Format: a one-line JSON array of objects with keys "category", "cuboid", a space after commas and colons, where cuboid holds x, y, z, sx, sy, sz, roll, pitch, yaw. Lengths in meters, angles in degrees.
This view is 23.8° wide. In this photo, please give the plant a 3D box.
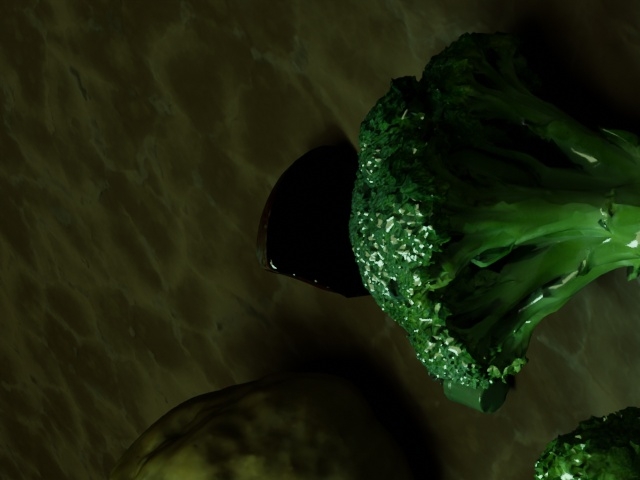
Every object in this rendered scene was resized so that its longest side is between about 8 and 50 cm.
[{"category": "plant", "cuboid": [0.124, 0.120, 1.391, 0.102, 0.051, 0.051, 30, 139, 43]}]

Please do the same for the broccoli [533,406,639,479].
[{"category": "broccoli", "cuboid": [0.324, 0.265, 1.025, 0.413, 0.321, 0.310, 65, 176, -16]}]

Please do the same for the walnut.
[{"category": "walnut", "cuboid": [-0.075, 0.296, 1.538, 0.306, 0.344, 0.306, 31, 146, 24]}]

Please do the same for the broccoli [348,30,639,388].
[{"category": "broccoli", "cuboid": [0.151, -0.007, 1.118, 0.269, 0.254, 0.269, 11, 147, 7]}]

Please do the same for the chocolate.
[{"category": "chocolate", "cuboid": [0.000, 0.000, 1.406, 0.149, 0.125, 0.080, 55, 165, -4]}]
